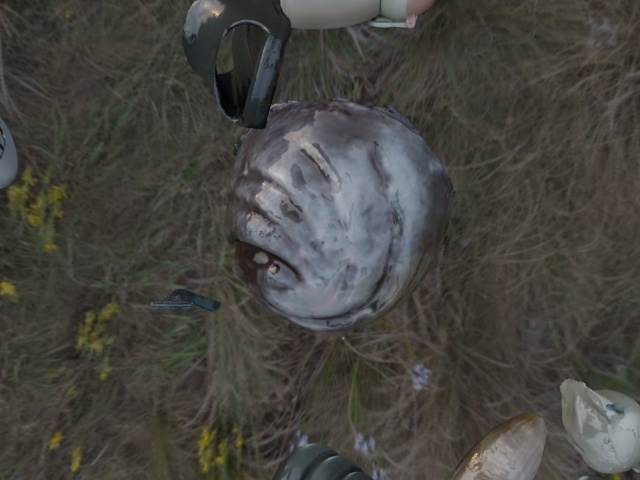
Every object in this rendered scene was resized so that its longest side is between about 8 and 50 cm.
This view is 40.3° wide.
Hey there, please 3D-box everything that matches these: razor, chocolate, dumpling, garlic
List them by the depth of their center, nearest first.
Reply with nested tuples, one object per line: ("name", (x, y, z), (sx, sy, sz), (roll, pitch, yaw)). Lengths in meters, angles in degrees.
("chocolate", (0.000, 0.000, 1.062), (0.303, 0.303, 0.213), (22, 44, 4))
("garlic", (0.217, 0.310, 1.116), (0.087, 0.101, 0.196), (37, 105, 21))
("dumpling", (0.394, 0.265, 1.237), (0.108, 0.127, 0.188), (-51, 121, -19))
("razor", (-0.195, 0.094, 1.363), (0.066, 0.190, 0.033), (-1, 83, 14))

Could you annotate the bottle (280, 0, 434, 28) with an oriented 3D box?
("bottle", (0.064, -0.384, 1.279), (0.236, 0.147, 0.148), (2, 84, 3))

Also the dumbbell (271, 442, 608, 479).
("dumbbell", (0.113, 0.297, 0.835), (0.406, 0.179, 0.179), (1, 83, 26))

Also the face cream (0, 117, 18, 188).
("face cream", (-0.426, -0.038, 0.776), (0.314, 0.089, 0.143), (-18, 39, 9))

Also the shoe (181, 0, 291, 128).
("shoe", (-0.088, -0.190, 0.838), (0.093, 0.241, 0.108), (11, 121, -13))
